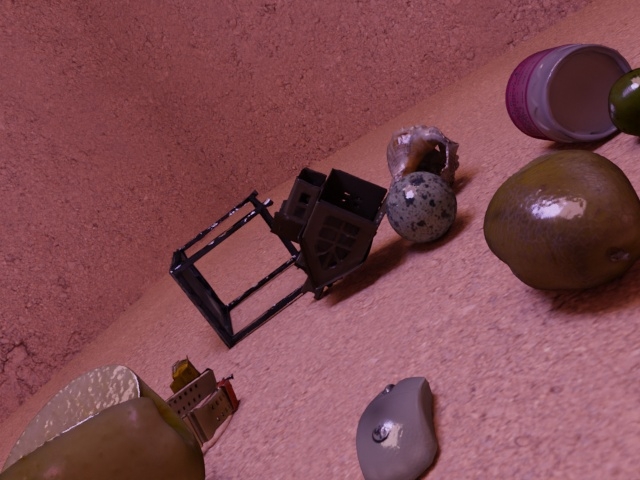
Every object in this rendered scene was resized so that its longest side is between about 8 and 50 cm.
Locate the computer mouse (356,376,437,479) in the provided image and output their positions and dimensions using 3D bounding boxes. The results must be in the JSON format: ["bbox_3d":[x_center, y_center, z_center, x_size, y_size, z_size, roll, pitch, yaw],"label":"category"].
[{"bbox_3d":[0.083,0.199,0.785,0.089,0.056,0.182,-27,13,17],"label":"computer mouse"}]

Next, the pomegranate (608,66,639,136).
[{"bbox_3d":[0.506,-0.201,1.078,0.114,0.114,0.142,-29,42,26],"label":"pomegranate"}]

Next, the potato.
[{"bbox_3d":[0.291,-0.023,0.834,0.174,0.159,0.251,-57,16,13],"label":"potato"}]

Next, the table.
[{"bbox_3d":[-0.181,0.052,1.679,0.272,0.222,0.335,-38,13,-4],"label":"table"}]

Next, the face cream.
[{"bbox_3d":[0.450,-0.266,1.282,0.175,0.175,0.195,-35,10,3],"label":"face cream"}]

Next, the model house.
[{"bbox_3d":[0.000,0.000,1.408,0.211,0.204,0.244,-65,-2,-62],"label":"model house"}]

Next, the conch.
[{"bbox_3d":[0.223,-0.153,1.547,0.178,0.162,0.246,134,155,-65],"label":"conch"}]

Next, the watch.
[{"bbox_3d":[-0.217,0.291,1.207,0.164,0.102,0.268,-18,11,35],"label":"watch"}]

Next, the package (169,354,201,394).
[{"bbox_3d":[-0.258,0.277,1.378,0.047,0.071,0.131,-33,10,-4],"label":"package"}]

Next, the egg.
[{"bbox_3d":[0.188,-0.063,1.321,0.132,0.132,0.172,-34,3,6],"label":"egg"}]

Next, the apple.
[{"bbox_3d":[-0.282,0.317,0.898,0.258,0.233,0.295,-45,12,-13],"label":"apple"}]
